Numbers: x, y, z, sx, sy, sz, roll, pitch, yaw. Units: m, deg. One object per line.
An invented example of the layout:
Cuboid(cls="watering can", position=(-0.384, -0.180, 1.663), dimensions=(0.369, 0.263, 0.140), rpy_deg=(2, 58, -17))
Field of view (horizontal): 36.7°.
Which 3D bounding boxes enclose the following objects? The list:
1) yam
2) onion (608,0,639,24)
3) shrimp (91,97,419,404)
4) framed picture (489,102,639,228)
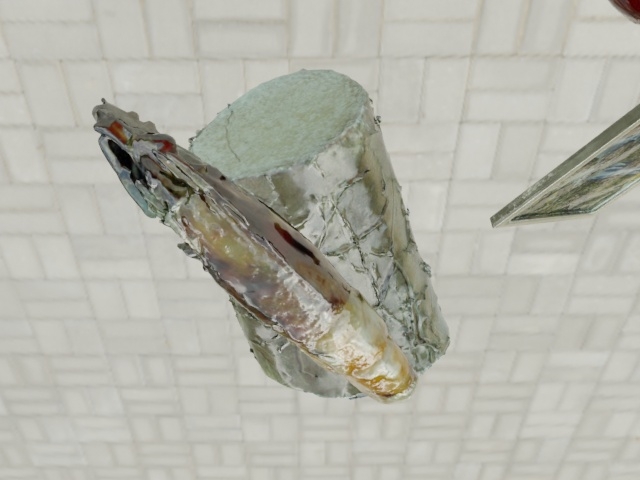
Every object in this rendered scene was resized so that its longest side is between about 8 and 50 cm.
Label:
Cuboid(cls="yam", position=(0.000, 0.000, 1.109), dimensions=(0.241, 0.241, 0.348), rpy_deg=(-11, 123, 12))
Cuboid(cls="onion", position=(0.382, -0.268, 1.013), dimensions=(0.173, 0.198, 0.135), rpy_deg=(-3, 176, 25))
Cuboid(cls="shrimp", position=(-0.058, 0.017, 0.793), dimensions=(0.365, 0.233, 0.071), rpy_deg=(43, 81, -24))
Cuboid(cls="framed picture", position=(0.416, -0.108, 1.343), dimensions=(0.240, 0.020, 0.324), rpy_deg=(-5, 155, -39))
